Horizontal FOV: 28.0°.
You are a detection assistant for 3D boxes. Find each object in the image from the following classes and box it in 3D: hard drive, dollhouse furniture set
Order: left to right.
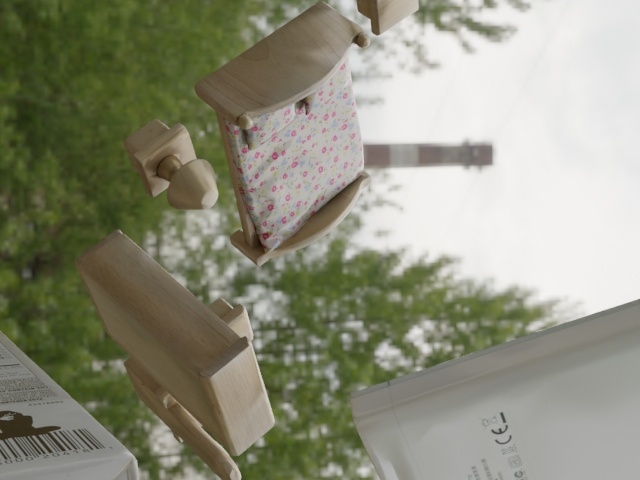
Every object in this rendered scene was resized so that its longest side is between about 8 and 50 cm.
[{"bbox_3d":[0.000,0.000,1.081,0.174,0.355,0.303,39,-25,32],"label":"dollhouse furniture set"},{"bbox_3d":[0.228,0.165,1.078,0.047,0.353,0.233,-97,166,-56],"label":"hard drive"}]

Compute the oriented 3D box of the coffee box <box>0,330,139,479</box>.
[{"bbox_3d":[-0.154,0.128,0.541,0.246,0.098,0.141,-165,-109,-64],"label":"coffee box"}]
